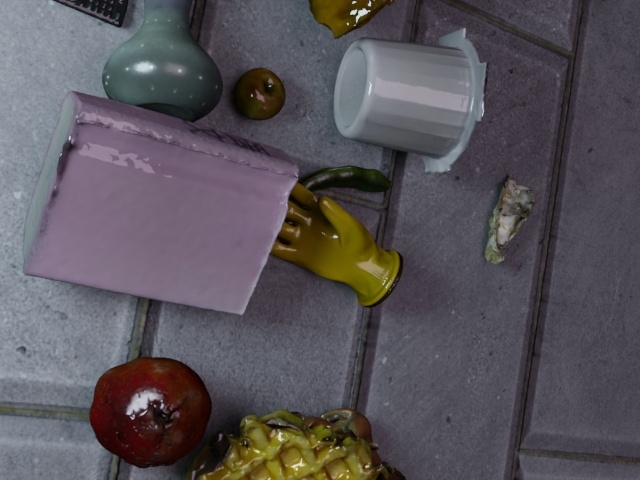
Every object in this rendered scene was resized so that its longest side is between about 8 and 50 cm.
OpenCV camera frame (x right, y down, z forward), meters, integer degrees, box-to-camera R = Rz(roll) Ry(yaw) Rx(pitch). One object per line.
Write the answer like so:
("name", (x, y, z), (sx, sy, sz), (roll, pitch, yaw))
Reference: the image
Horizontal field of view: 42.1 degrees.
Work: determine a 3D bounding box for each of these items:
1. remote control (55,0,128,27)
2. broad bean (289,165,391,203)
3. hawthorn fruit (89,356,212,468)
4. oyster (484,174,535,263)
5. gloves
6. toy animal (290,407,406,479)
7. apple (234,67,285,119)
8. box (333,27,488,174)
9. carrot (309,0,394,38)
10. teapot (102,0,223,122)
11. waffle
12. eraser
("remote control", (-0.410, -0.396, 1.266), (0.245, 0.025, 0.063), (19, 80, -30))
("broad bean", (0.039, -0.106, 1.535), (0.226, 0.039, 0.069), (-11, 119, -28))
("hawthorn fruit", (-0.252, 0.263, 1.250), (0.181, 0.235, 0.181), (1, 88, -21))
("oyster", (0.386, -0.050, 1.752), (0.106, 0.061, 0.200), (46, 65, -4))
("gloves", (-0.001, 0.001, 1.476), (0.294, 0.116, 0.133), (33, 83, -24))
("toy animal", (0.073, 0.415, 1.541), (0.157, 0.097, 0.312), (-34, 106, -37))
("apple", (-0.104, -0.251, 1.425), (0.089, 0.074, 0.090), (1, 87, -32))
("box", (0.143, -0.281, 1.508), (0.206, 0.262, 0.291), (6, 49, -21))
("carrot", (0.082, -0.523, 1.439), (0.241, 0.241, 0.341), (-13, 96, -31))
("teapot", (-0.241, -0.313, 1.295), (0.183, 0.183, 0.251), (8, 76, -31))
("waffle", (-0.066, 0.475, 1.394), (0.379, 0.095, 0.382), (22, 93, -18))
("eraser", (-0.244, -0.049, 1.270), (0.359, 0.122, 0.272), (13, 109, -30))
